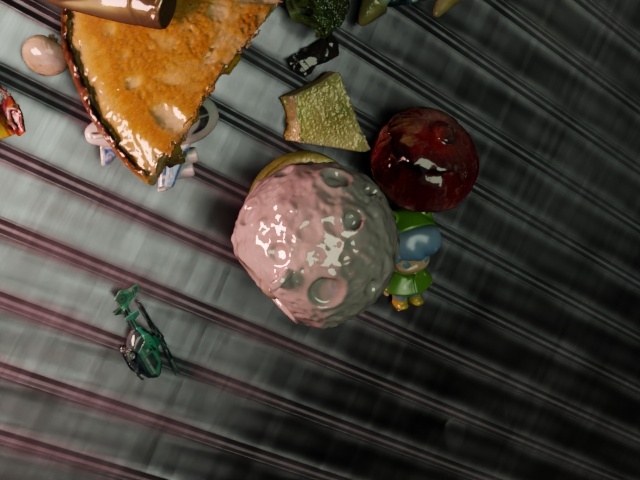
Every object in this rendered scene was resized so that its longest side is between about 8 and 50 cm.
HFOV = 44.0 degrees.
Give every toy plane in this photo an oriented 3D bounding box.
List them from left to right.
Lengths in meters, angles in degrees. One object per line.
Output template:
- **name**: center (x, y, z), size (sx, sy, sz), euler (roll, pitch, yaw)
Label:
- **toy plane**: center (-0.376, 0.207, 1.657), size (0.096, 0.060, 0.235), euler (-32, 115, -22)
- **toy plane**: center (-0.326, -0.229, 1.549), size (0.267, 0.123, 0.266), euler (-6, 104, -25)

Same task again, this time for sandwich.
- **sandwich**: center (0.002, -0.248, 1.721), size (0.163, 0.058, 0.193), euler (-31, 113, -12)

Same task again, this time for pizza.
- **pizza**: center (-0.327, -0.369, 1.441), size (0.392, 0.080, 0.434), euler (32, 83, 9)

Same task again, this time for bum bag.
- **bum bag**: center (-0.010, -0.397, 1.693), size (0.124, 0.034, 0.057), euler (-34, 103, -14)

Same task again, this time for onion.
- **onion**: center (0.233, -0.182, 1.740), size (0.247, 0.190, 0.246), euler (9, 58, -15)

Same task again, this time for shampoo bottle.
- **shampoo bottle**: center (-0.421, -0.464, 1.381), size (0.350, 0.084, 0.125), euler (21, 87, 6)

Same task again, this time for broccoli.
- **broccoli**: center (0.000, -0.495, 1.626), size (0.138, 0.146, 0.162), euler (-15, 96, 20)

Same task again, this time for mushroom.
- **mushroom**: center (-0.509, -0.352, 1.477), size (0.085, 0.085, 0.079), euler (32, 45, -26)

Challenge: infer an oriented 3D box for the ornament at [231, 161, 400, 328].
- **ornament**: center (0.000, 0.000, 1.571), size (0.337, 0.337, 0.336), euler (-5, 103, -22)

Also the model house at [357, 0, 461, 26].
- **model house**: center (0.188, -0.585, 1.656), size (0.267, 0.194, 0.324), euler (33, 91, -26)

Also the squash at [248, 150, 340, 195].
- **squash**: center (-0.039, -0.073, 1.744), size (0.252, 0.049, 0.251), euler (-5, 103, -21)

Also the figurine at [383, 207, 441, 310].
- **figurine**: center (0.199, 0.040, 1.830), size (0.162, 0.143, 0.263), euler (-12, 123, -15)

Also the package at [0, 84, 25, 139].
- **package**: center (-0.701, -0.233, 1.399), size (0.288, 0.108, 0.223), euler (-31, 107, -22)
